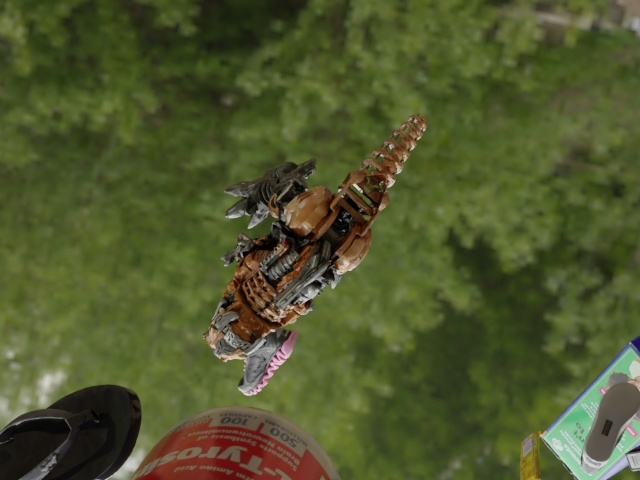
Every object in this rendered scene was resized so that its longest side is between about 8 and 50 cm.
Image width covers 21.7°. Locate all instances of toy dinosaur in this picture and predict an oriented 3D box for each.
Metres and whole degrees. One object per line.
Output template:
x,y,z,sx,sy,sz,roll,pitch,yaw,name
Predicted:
0.000,0.000,1.820,0.322,0.164,0.218,-27,-167,-4,toy dinosaur

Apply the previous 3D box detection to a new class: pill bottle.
-0.113,0.325,1.578,0.229,0.229,0.408,14,-164,5,pill bottle

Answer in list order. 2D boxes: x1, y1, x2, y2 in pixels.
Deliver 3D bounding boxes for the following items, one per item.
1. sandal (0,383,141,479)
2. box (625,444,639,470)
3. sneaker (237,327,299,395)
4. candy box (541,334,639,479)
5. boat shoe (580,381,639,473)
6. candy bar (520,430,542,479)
-0.294,0.215,1.671,0.254,0.097,0.054,-22,155,13,sandal
0.476,0.240,2.089,0.162,0.029,0.116,-22,180,-35,box
-0.073,0.134,1.958,0.057,0.119,0.047,30,-142,-9,sneaker
0.505,0.205,2.439,0.268,0.317,0.122,-28,-110,-31,candy box
0.371,0.242,2.159,0.049,0.142,0.040,29,143,10,boat shoe
0.303,0.321,2.404,0.018,0.040,0.161,40,-159,-9,candy bar
